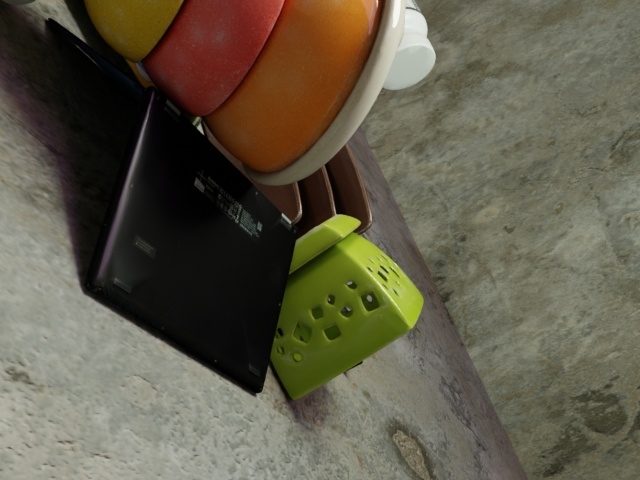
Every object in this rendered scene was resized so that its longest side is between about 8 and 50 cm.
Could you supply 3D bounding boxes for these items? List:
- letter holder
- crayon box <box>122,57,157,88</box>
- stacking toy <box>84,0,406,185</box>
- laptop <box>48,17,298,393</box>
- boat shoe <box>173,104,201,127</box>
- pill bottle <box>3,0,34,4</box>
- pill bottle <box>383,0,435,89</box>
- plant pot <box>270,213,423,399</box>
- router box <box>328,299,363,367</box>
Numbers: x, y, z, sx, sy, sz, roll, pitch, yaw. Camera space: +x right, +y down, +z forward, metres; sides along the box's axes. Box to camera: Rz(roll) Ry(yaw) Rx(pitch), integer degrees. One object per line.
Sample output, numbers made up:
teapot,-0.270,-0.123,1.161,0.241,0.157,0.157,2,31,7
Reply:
letter holder,-0.056,-0.127,1.593,0.152,0.214,0.302,42,24,-57
crayon box,-0.254,-0.357,1.338,0.278,0.165,0.081,58,-6,-2
stacking toy,-0.166,-0.304,1.090,0.480,0.350,0.350,23,33,-29
laptop,-0.224,-0.046,1.220,0.382,0.236,0.408,45,50,-52
boat shoe,-0.242,-0.266,1.453,0.223,0.080,0.073,60,12,23
pill bottle,-0.387,-0.365,1.105,0.078,0.078,0.137,38,26,-61
pill bottle,0.128,-0.462,1.865,0.162,0.162,0.278,41,23,-58
plant pot,0.012,0.088,1.418,0.207,0.227,0.228,56,13,0
router box,0.017,0.144,1.698,0.179,0.046,0.133,56,13,-25
